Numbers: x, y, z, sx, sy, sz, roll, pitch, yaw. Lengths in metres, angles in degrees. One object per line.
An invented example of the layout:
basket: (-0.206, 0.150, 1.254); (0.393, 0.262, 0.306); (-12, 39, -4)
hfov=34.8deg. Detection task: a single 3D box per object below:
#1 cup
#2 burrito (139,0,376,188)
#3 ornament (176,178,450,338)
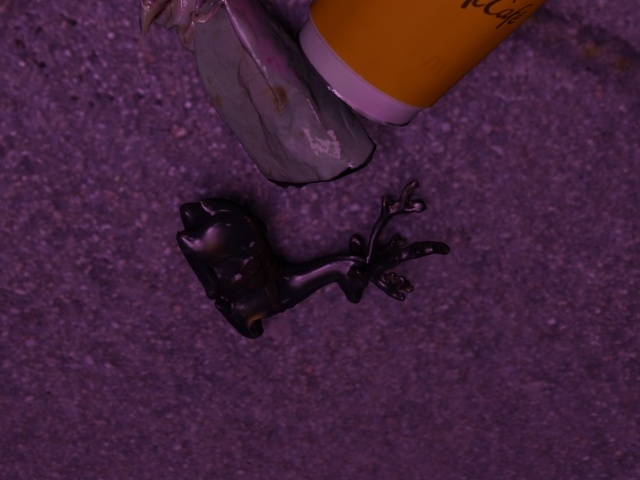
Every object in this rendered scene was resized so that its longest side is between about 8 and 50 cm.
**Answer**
cup: (0.110, -0.235, 0.838); (0.196, 0.196, 0.279); (32, 120, -19)
burrito: (-0.057, -0.151, 0.915); (0.144, 0.089, 0.229); (-1, 133, 50)
ornament: (0.000, 0.000, 1.002); (0.236, 0.080, 0.202); (-15, 138, 11)
